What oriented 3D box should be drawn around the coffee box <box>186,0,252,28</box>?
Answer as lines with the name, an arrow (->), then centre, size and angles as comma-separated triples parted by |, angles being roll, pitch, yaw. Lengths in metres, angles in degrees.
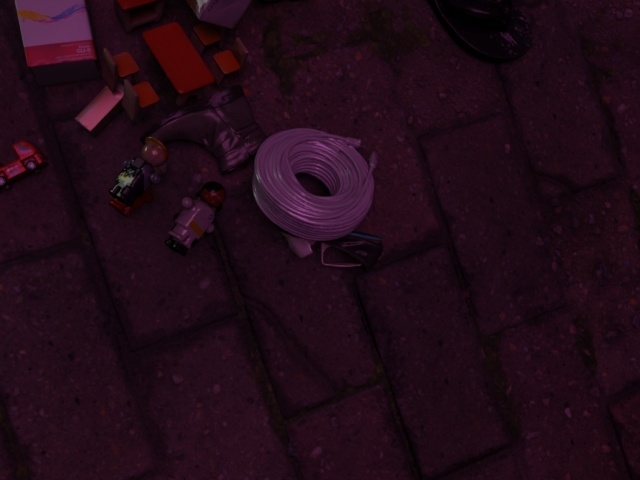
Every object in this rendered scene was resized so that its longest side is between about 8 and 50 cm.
coffee box -> -0.222, -0.552, 1.198 | 0.098, 0.141, 0.246 | -8, 61, -53

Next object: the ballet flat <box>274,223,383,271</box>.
ballet flat -> 0.000, 0.000, 1.327 | 0.281, 0.095, 0.096 | 19, 95, -11

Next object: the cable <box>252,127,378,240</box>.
cable -> -0.015, -0.120, 1.277 | 0.257, 0.089, 0.257 | 18, 52, -12

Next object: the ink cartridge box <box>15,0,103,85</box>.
ink cartridge box -> -0.510, -0.411, 1.215 | 0.127, 0.128, 0.176 | -12, 90, -13

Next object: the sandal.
sandal -> 0.323, -0.588, 1.424 | 0.446, 0.107, 0.167 | 45, 79, -7

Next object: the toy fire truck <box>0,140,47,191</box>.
toy fire truck -> -0.652, -0.158, 1.210 | 0.192, 0.047, 0.135 | -32, 92, -13

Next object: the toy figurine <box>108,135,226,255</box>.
toy figurine -> -0.290, -0.087, 1.206 | 0.213, 0.209, 0.148 | 37, 74, -9

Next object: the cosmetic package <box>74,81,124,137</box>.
cosmetic package -> -0.437, -0.267, 1.259 | 0.041, 0.060, 0.115 | 41, 81, -6

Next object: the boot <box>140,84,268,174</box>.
boot -> -0.231, -0.205, 1.294 | 0.247, 0.083, 0.161 | -28, 99, -11

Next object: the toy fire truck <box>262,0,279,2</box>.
toy fire truck -> -0.097, -0.567, 1.257 | 0.217, 0.246, 0.158 | -10, 88, -13

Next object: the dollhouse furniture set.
dollhouse furniture set -> -0.308, -0.402, 1.228 | 0.262, 0.135, 0.259 | -30, 82, -26
